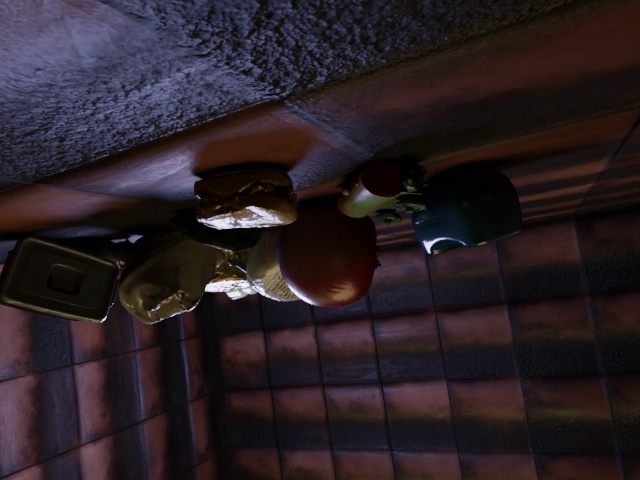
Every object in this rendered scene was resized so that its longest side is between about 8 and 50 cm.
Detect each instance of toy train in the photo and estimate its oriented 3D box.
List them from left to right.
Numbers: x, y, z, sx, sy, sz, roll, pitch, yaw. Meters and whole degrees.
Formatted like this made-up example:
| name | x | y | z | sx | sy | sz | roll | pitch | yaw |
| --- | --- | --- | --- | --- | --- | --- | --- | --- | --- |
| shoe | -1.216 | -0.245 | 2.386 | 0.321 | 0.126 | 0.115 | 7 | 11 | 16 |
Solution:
| name | x | y | z | sx | sy | sz | roll | pitch | yaw |
| --- | --- | --- | --- | --- | --- | --- | --- | --- | --- |
| toy train | 0.136 | -0.110 | 1.105 | 0.177 | 0.116 | 0.285 | 5 | 172 | -10 |

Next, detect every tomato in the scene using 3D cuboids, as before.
| name | x | y | z | sx | sy | sz | roll | pitch | yaw |
| --- | --- | --- | --- | --- | --- | --- | --- | --- | --- |
| tomato | 0.019 | 0.039 | 1.394 | 0.321 | 0.321 | 0.321 | -8 | 174 | -1 |

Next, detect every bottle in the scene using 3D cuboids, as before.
| name | x | y | z | sx | sy | sz | roll | pitch | yaw |
| --- | --- | --- | --- | --- | --- | --- | --- | --- | --- |
| bottle | -0.705 | 0.056 | 1.511 | 0.209 | 0.110 | 0.097 | -6 | 178 | -19 |

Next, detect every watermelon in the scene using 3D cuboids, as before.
| name | x | y | z | sx | sy | sz | roll | pitch | yaw |
| --- | --- | --- | --- | --- | --- | --- | --- | --- | --- |
| watermelon | -0.259 | -0.041 | 1.300 | 0.301 | 0.123 | 0.129 | 1 | -169 | -45 |

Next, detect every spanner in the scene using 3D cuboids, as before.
| name | x | y | z | sx | sy | sz | roll | pitch | yaw |
| --- | --- | --- | --- | --- | --- | --- | --- | --- | --- |
| spanner | -0.260 | 0.117 | 1.744 | 0.015 | 0.054 | 0.254 | 34 | 172 | 39 |

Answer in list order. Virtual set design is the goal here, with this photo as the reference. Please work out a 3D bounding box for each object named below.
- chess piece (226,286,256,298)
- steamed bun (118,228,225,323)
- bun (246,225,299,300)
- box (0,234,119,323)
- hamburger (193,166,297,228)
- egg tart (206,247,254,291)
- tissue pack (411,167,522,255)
| name | x | y | z | sx | sy | sz | roll | pitch | yaw |
| --- | --- | --- | --- | --- | --- | --- | --- | --- | --- |
| chess piece | -0.244 | 0.152 | 2.257 | 0.442 | 0.234 | 0.234 | -15 | 173 | 11 |
| steamed bun | -0.489 | 0.080 | 1.478 | 0.346 | 0.237 | 0.394 | -45 | -159 | -16 |
| bun | -0.093 | 0.062 | 1.710 | 0.359 | 0.211 | 0.360 | -13 | 144 | -10 |
| box | -0.752 | 0.125 | 1.333 | 0.167 | 0.193 | 0.294 | -18 | 147 | 41 |
| hamburger | -0.150 | -0.080 | 0.963 | 0.213 | 0.108 | 0.214 | -9 | 173 | -1 |
| egg tart | -0.388 | 0.104 | 1.848 | 0.443 | 0.178 | 0.443 | -6 | 162 | -2 |
| tissue pack | 0.377 | -0.083 | 1.257 | 0.198 | 0.206 | 0.287 | -15 | 179 | -20 |
